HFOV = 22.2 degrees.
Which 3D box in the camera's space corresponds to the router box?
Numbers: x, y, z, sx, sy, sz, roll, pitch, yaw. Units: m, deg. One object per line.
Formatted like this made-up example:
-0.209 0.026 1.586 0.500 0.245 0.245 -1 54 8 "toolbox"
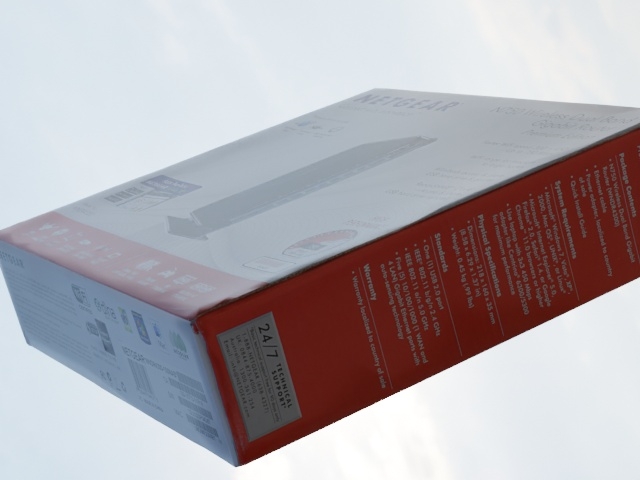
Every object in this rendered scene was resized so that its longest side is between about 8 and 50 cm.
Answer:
0.000 0.000 0.967 0.301 0.335 0.082 -23 -73 -24 "router box"
